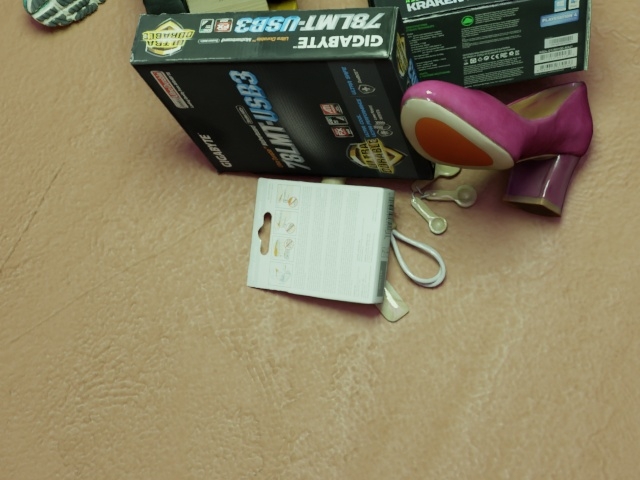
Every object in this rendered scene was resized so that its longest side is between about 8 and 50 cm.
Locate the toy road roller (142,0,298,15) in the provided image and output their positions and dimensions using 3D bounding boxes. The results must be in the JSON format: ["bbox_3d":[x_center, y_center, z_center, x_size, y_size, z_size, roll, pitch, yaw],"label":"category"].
[{"bbox_3d":[-0.120,-0.318,1.426,0.202,0.240,0.329,-15,39,1],"label":"toy road roller"}]

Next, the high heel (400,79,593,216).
[{"bbox_3d":[0.209,-0.159,1.266,0.127,0.377,0.181,10,82,31],"label":"high heel"}]

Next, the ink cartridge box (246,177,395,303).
[{"bbox_3d":[0.000,0.000,1.383,0.179,0.045,0.145,7,91,29],"label":"ink cartridge box"}]

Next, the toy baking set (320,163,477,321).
[{"bbox_3d":[0.086,-0.037,1.402,0.197,0.030,0.256,22,79,9],"label":"toy baking set"}]

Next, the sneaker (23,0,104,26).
[{"bbox_3d":[-0.326,-0.412,1.503,0.110,0.107,0.275,19,73,28],"label":"sneaker"}]

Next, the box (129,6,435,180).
[{"bbox_3d":[-0.029,-0.162,1.279,0.293,0.295,0.073,1,68,15],"label":"box"}]

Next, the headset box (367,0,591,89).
[{"bbox_3d":[0.180,-0.327,1.368,0.246,0.131,0.283,-9,49,3],"label":"headset box"}]
